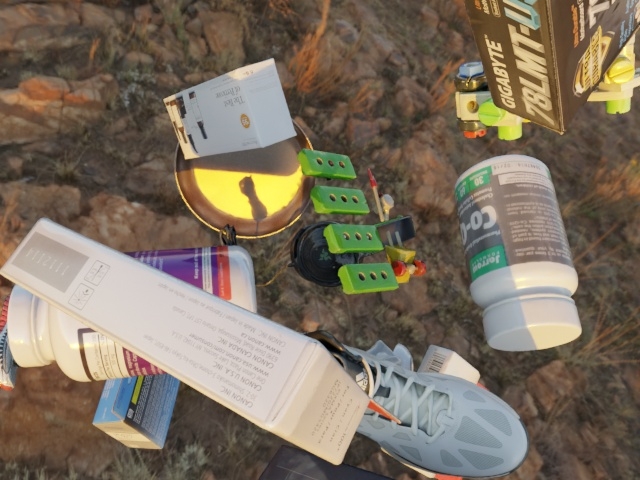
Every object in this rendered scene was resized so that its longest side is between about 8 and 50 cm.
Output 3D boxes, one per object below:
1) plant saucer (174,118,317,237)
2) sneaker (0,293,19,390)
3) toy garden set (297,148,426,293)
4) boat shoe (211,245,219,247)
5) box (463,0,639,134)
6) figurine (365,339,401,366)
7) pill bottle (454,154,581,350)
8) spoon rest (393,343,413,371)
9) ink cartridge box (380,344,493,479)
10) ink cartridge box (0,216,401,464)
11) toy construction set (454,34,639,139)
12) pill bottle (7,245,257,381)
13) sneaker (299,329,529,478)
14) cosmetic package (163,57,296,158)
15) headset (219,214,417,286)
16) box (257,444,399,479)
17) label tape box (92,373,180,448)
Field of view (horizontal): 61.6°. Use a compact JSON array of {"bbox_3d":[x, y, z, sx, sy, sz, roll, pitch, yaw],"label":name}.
[{"bbox_3d":[-0.162,-0.155,1.185,0.310,0.311,0.050,22,20,-9],"label":"plant saucer"},{"bbox_3d":[-0.689,0.228,1.229,0.092,0.088,0.225,7,59,-20],"label":"sneaker"},{"bbox_3d":[0.067,-0.026,0.897,0.203,0.049,0.244,0,64,-45],"label":"toy garden set"},{"bbox_3d":[-0.256,0.076,1.499,0.152,0.056,0.049,50,37,-35],"label":"boat shoe"},{"bbox_3d":[0.184,-0.257,0.304,0.073,0.293,0.295,37,1,34],"label":"box"},{"bbox_3d":[0.058,0.336,1.224,0.209,0.215,0.092,-20,64,-36],"label":"figurine"},{"bbox_3d":[0.397,0.026,1.092,0.204,0.204,0.361,10,60,-21],"label":"pill bottle"},{"bbox_3d":[0.230,0.415,1.635,0.084,0.137,0.276,-4,15,16],"label":"spoon rest"},{"bbox_3d":[0.369,0.509,1.484,0.385,0.091,0.308,39,73,-32],"label":"ink cartridge box"},{"bbox_3d":[-0.093,0.103,0.487,0.296,0.261,0.066,19,70,30],"label":"ink cartridge box"},{"bbox_3d":[0.298,-0.207,0.680,0.215,0.151,0.327,11,20,38],"label":"toy construction set"},{"bbox_3d":[-0.257,0.105,0.782,0.322,0.182,0.182,-3,49,-11],"label":"pill bottle"},{"bbox_3d":[0.103,0.263,0.838,0.447,0.257,0.169,16,80,17],"label":"sneaker"},{"bbox_3d":[-0.134,-0.172,0.739,0.060,0.239,0.099,-30,110,-31],"label":"cosmetic package"},{"bbox_3d":[0.000,0.000,1.117,0.394,0.243,0.185,-19,92,-9],"label":"headset"},{"bbox_3d":[0.042,0.588,0.688,0.472,0.479,0.297,-50,123,-38],"label":"box"},{"bbox_3d":[-0.470,0.363,1.361,0.105,0.334,0.241,1,56,8],"label":"label tape box"}]
